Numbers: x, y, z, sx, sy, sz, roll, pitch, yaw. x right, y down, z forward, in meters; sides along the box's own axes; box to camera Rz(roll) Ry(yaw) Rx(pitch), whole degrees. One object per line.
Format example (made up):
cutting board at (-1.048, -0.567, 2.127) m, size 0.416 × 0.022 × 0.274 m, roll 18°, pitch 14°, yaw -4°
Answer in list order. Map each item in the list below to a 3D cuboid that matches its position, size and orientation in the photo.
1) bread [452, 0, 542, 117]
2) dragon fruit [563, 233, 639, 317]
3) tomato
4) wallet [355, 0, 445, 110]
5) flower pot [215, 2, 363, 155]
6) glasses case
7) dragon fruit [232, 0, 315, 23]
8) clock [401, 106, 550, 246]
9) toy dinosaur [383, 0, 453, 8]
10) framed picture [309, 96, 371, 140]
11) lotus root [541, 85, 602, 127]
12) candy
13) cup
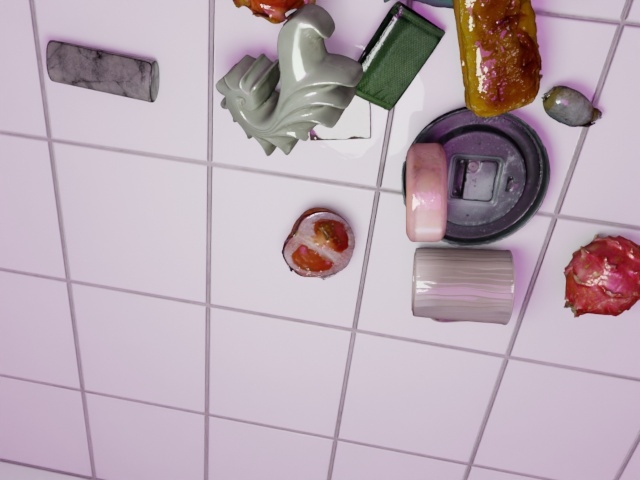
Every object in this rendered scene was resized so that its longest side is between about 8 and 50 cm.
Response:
bread at (0.396, -0.471, 1.109) m, size 0.185 × 0.109 × 0.380 m, roll -19°, pitch 120°, yaw 0°
dragon fruit at (0.766, 0.111, 1.364) m, size 0.205 × 0.210 × 0.268 m, roll 37°, pitch 122°, yaw 9°
tomato at (0.000, 0.000, 1.473) m, size 0.199 × 0.112 × 0.228 m, roll 34°, pitch 115°, yaw -16°
wallet at (0.180, -0.447, 1.242) m, size 0.160 × 0.055 × 0.236 m, roll 17°, pitch 127°, yaw -29°
flower pot at (-0.070, -0.368, 1.215) m, size 0.367 × 0.165 × 0.254 m, roll -20°, pitch 122°, yaw 42°
glasses case at (-0.595, -0.463, 1.372) m, size 0.299 × 0.060 × 0.114 m, roll 12°, pitch 116°, yaw 3°
dragon fruit at (-0.126, -0.615, 1.148) m, size 0.224 × 0.227 × 0.224 m, roll -12°, pitch 116°, yaw -27°
clock at (0.408, -0.170, 1.349) m, size 0.386 × 0.076 × 0.386 m, roll 3°, pitch 116°, yaw 7°
toy dinosaur at (0.397, -0.571, 1.159) m, size 0.383 × 0.129 × 0.331 m, roll -38°, pitch 113°, yaw 24°
framed picture at (0.051, -0.337, 1.354) m, size 0.168 × 0.023 × 0.128 m, roll 0°, pitch 114°, yaw 9°
lotus root at (0.622, -0.326, 1.242) m, size 0.165 × 0.088 × 0.088 m, roll 24°, pitch 117°, yaw -14°
candy at (0.256, -0.115, 1.227) m, size 0.094 × 0.255 × 0.255 m, roll 0°, pitch 115°, yaw 10°
cup at (0.403, 0.132, 1.447) m, size 0.273 × 0.288 × 0.208 m, roll 3°, pitch 80°, yaw 9°
